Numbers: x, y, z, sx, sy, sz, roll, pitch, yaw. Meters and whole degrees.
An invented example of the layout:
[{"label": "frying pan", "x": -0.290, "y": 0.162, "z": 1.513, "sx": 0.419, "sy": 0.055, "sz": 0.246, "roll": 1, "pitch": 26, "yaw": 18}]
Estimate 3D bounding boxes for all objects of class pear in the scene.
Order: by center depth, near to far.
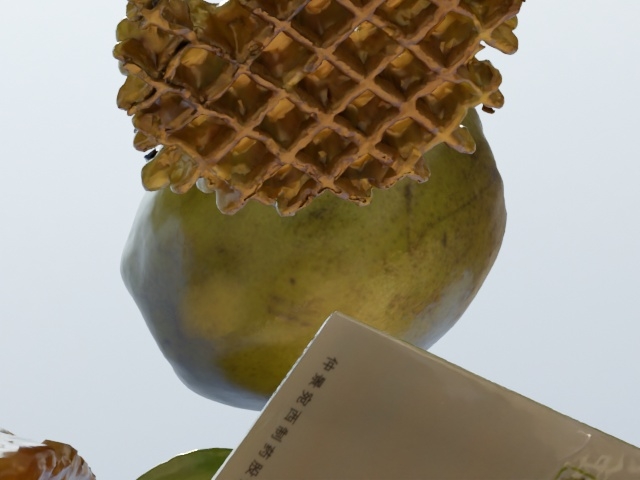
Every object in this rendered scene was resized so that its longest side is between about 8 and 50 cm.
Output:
[{"label": "pear", "x": 0.000, "y": 0.000, "z": 1.196, "sx": 0.307, "sy": 0.253, "sz": 0.253, "roll": -21, "pitch": -115, "yaw": -2}]

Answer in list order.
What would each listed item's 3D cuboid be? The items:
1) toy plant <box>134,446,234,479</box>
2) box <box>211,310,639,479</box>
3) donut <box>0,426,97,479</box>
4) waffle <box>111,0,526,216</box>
[{"label": "toy plant", "x": -0.050, "y": 0.314, "z": 1.171, "sx": 0.184, "sy": 0.316, "sz": 0.224, "roll": -21, "pitch": -142, "yaw": -2}, {"label": "box", "x": 0.002, "y": 0.166, "z": 0.547, "sx": 0.260, "sy": 0.175, "sz": 0.062, "roll": -53, "pitch": -47, "yaw": -14}, {"label": "donut", "x": -0.203, "y": 0.184, "z": 0.551, "sx": 0.110, "sy": 0.303, "sz": 0.303, "roll": 29, "pitch": -134, "yaw": 11}, {"label": "waffle", "x": 0.000, "y": -0.106, "z": 0.856, "sx": 0.231, "sy": 0.229, "sz": 0.051, "roll": -7, "pitch": -136, "yaw": -10}]
